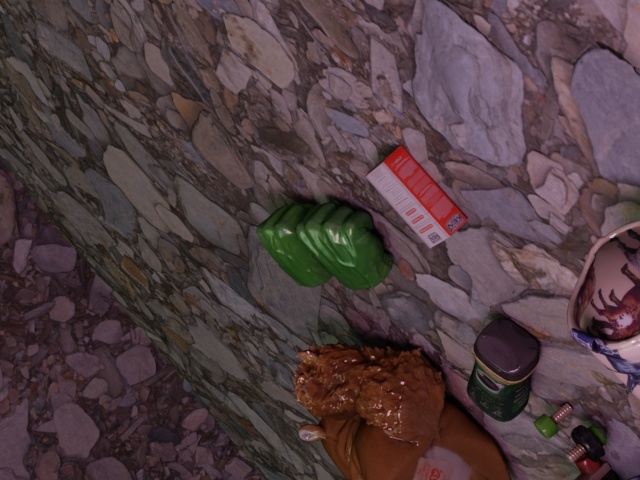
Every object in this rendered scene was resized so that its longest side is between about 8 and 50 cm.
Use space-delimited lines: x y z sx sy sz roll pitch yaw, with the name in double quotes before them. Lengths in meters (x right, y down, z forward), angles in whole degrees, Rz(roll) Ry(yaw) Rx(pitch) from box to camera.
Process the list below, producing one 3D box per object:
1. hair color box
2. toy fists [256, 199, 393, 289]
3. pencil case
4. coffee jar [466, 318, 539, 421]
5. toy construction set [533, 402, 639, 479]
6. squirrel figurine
"hair color box" 0.135 -0.060 1.605 0.141 0.043 0.072 49 157 -3
"toy fists" 0.000 0.000 1.869 0.142 0.096 0.279 46 157 -25
"pencil case" 0.437 0.166 1.229 0.410 0.160 0.183 44 -161 -24
"coffee jar" 0.277 0.197 1.730 0.096 0.079 0.184 39 157 24
"toy construction set" 0.399 0.463 1.698 0.309 0.237 0.257 55 173 -28
"squirrel figurine" 0.110 0.342 2.099 0.370 0.281 0.397 20 133 64
